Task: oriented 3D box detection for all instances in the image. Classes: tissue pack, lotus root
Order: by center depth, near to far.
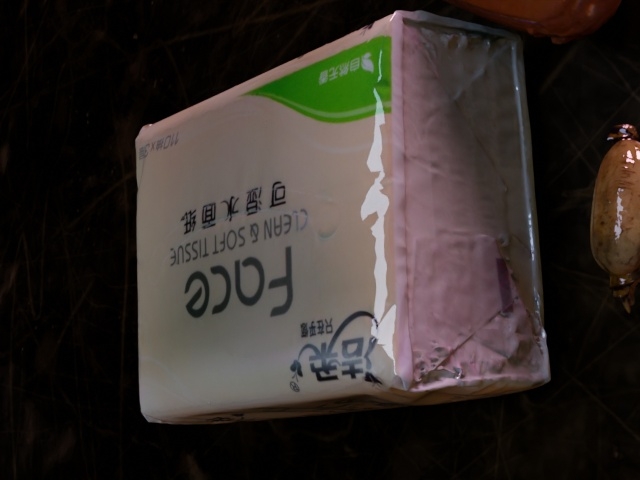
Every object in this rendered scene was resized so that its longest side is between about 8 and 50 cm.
[{"bbox_3d":[0.247,-0.018,0.955,0.072,0.063,0.152,104,169,-85],"label":"lotus root"},{"bbox_3d":[0.000,0.000,1.147,0.405,0.205,0.331,-16,73,50],"label":"tissue pack"}]

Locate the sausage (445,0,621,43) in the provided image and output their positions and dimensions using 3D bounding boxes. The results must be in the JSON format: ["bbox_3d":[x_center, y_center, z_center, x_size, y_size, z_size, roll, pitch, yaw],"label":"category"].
[{"bbox_3d":[0.147,-0.273,1.026,0.268,0.141,0.153,31,136,27],"label":"sausage"}]
